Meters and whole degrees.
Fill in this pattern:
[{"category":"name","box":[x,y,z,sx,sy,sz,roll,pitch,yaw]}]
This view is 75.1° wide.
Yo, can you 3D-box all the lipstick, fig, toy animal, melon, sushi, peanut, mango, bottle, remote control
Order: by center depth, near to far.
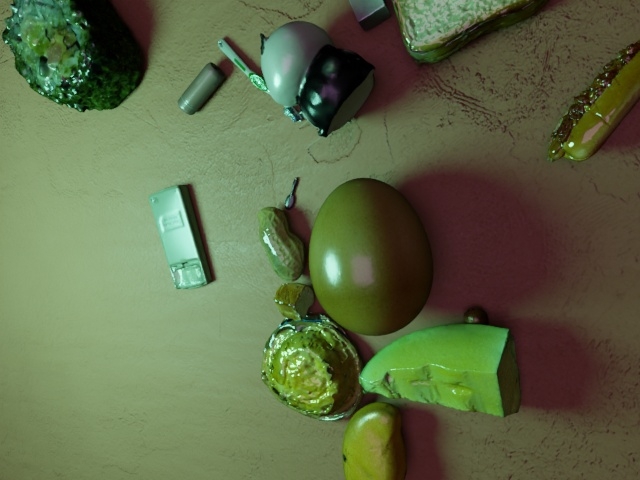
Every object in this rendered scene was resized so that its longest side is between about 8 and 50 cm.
[{"category":"toy animal","box":[-0.015,-0.350,0.878,0.235,0.187,0.165,36,132,9]},{"category":"lipstick","box":[0.057,-0.613,0.879,0.068,0.066,0.318,-22,89,21]},{"category":"fig","box":[0.340,0.182,0.894,0.050,0.050,0.083,-20,108,22]},{"category":"melon","box":[0.248,0.281,0.898,0.323,0.124,0.196,-6,104,30]},{"category":"mango","box":[0.131,0.497,0.984,0.157,0.109,0.262,14,97,29]},{"category":"peanut","box":[-0.095,0.008,1.013,0.093,0.083,0.194,-20,91,36]},{"category":"bottle","box":[-0.304,-0.383,1.057,0.140,0.053,0.053,-40,82,20]},{"category":"sushi","box":[-0.671,-0.520,1.114,0.294,0.178,0.352,-40,81,23]},{"category":"remote control","box":[-0.385,-0.004,1.153,0.123,0.038,0.286,-15,94,24]}]

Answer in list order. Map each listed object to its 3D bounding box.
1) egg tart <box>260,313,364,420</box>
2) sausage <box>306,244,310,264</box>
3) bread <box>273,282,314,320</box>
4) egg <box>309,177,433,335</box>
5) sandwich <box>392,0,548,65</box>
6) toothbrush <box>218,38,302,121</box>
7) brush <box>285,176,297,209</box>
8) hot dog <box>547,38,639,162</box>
[{"category":"egg tart","box":[-0.025,0.318,1.018,0.290,0.107,0.291,3,99,20]},{"category":"sausage","box":[0.000,0.000,0.999,0.039,0.041,0.131,26,106,38]},{"category":"bread","box":[-0.064,0.145,1.017,0.070,0.077,0.083,12,145,27]},{"category":"egg","box":[0.099,0.032,0.852,0.250,0.250,0.323,-10,88,22]},{"category":"sandwich","box":[0.272,-0.516,0.794,0.301,0.099,0.271,-20,95,19]},{"category":"toothbrush","box":[-0.152,-0.391,1.015,0.304,0.030,0.030,47,110,12]},{"category":"brush","box":[-0.071,-0.115,1.027,0.024,0.008,0.083,21,104,19]},{"category":"hot dog","box":[0.499,-0.244,0.742,0.076,0.102,0.249,27,110,-21]}]
